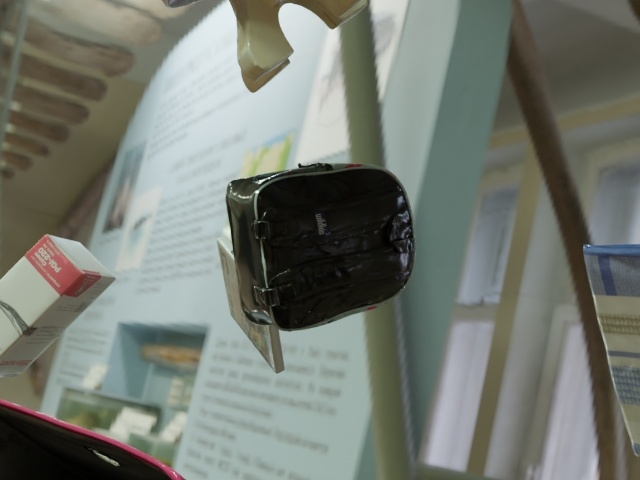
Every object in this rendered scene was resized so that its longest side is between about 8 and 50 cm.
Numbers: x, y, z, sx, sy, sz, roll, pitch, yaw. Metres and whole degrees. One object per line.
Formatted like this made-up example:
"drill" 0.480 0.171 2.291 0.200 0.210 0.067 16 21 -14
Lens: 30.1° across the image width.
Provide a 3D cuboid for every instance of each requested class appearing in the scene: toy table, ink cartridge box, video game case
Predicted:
"toy table" -0.060 -0.304 1.457 0.161 0.274 0.252 52 -35 -3
"ink cartridge box" -0.432 0.101 1.787 0.092 0.218 0.158 44 1 9
"video game case" -0.125 0.115 2.143 0.183 0.023 0.201 47 -27 42

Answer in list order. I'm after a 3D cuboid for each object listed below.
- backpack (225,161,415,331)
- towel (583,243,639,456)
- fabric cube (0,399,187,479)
"backpack" 0.000 0.000 1.657 0.254 0.225 0.191 -13 10 -24
"towel" 0.416 0.133 1.341 0.209 0.285 0.034 -1 22 46
"fabric cube" -0.198 0.310 0.963 0.254 0.259 0.258 13 -24 33
